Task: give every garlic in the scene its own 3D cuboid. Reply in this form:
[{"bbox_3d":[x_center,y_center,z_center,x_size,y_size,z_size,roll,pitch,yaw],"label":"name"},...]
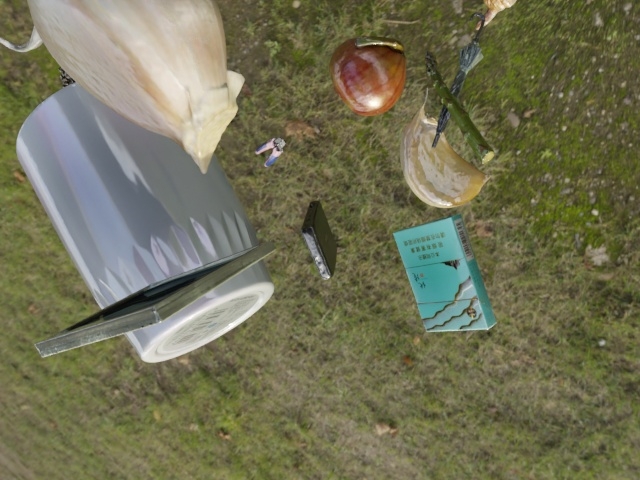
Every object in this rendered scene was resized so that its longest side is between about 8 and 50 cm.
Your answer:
[{"bbox_3d":[-0.185,-0.189,0.420,0.266,0.128,0.148,34,99,21],"label":"garlic"},{"bbox_3d":[0.309,-0.234,1.425,0.196,0.151,0.338,-38,112,14],"label":"garlic"}]

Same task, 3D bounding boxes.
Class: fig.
[{"bbox_3d":[0.121,-0.404,1.229,0.205,0.205,0.205,16,127,22],"label":"fig"}]

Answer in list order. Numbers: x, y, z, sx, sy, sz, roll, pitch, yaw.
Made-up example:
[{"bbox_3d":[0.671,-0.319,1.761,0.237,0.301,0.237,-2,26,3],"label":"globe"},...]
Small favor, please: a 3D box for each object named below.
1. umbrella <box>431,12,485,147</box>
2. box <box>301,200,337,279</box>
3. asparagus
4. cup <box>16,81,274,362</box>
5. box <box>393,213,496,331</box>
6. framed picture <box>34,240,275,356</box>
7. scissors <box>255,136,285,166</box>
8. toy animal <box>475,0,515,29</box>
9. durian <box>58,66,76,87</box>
[{"bbox_3d":[0.246,-0.276,0.877,0.044,0.269,0.044,19,170,0],"label":"umbrella"},{"bbox_3d":[0.000,0.000,0.978,0.027,0.126,0.125,-15,116,14],"label":"box"},{"bbox_3d":[0.196,-0.204,0.756,0.025,0.248,0.024,-7,142,-11],"label":"asparagus"},{"bbox_3d":[-0.244,-0.033,0.742,0.253,0.253,0.371,-45,72,43],"label":"cup"},{"bbox_3d":[0.250,0.072,1.045,0.162,0.041,0.229,-16,94,53],"label":"box"},{"bbox_3d":[-0.156,0.055,0.483,0.203,0.150,0.015,-19,99,38],"label":"framed picture"},{"bbox_3d":[-0.085,-0.159,0.896,0.039,0.012,0.113,56,155,-10],"label":"scissors"},{"bbox_3d":[0.336,-0.560,1.050,0.185,0.104,0.184,31,125,-24],"label":"toy animal"},{"bbox_3d":[-0.353,-0.308,0.885,0.196,0.196,0.167,64,172,-19],"label":"durian"}]
